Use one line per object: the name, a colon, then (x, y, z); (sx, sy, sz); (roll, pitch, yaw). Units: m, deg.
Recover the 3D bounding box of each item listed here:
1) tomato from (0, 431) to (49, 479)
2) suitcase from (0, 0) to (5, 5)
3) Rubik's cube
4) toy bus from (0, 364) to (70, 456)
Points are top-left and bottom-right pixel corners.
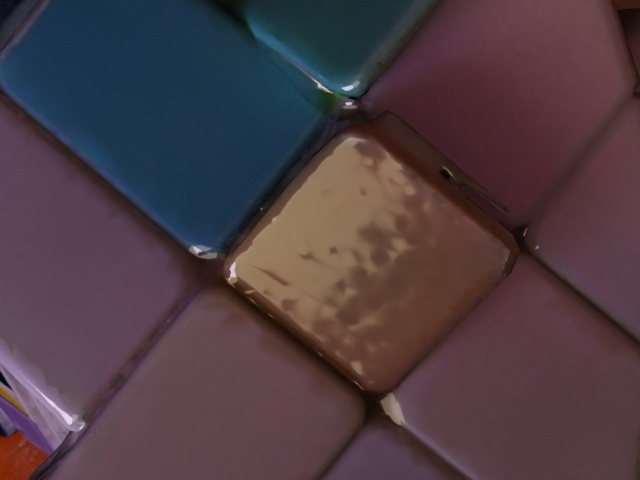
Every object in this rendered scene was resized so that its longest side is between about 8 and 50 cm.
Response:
tomato: (-0.184, 0.222, 1.624); (0.260, 0.180, 0.260); (30, 143, 25)
suitcase: (-0.213, -0.168, 1.090); (0.345, 0.339, 0.188); (46, -153, -74)
Rubik's cube: (0.000, 0.000, 0.953); (0.368, 0.387, 0.358); (39, -177, -6)
toy bus: (-0.102, 0.052, 1.286); (0.440, 0.209, 0.249); (32, 158, 29)
